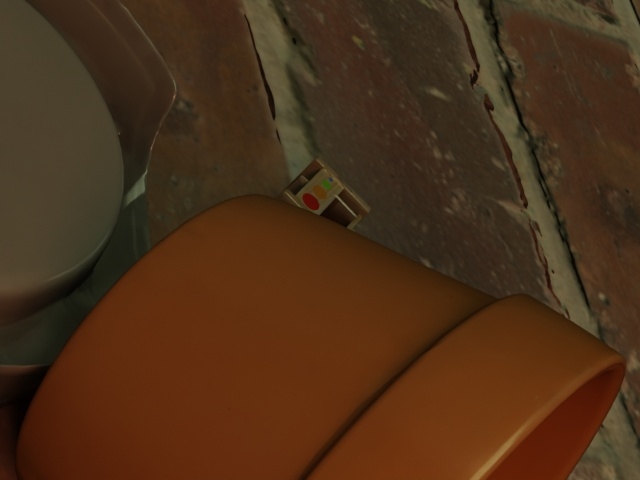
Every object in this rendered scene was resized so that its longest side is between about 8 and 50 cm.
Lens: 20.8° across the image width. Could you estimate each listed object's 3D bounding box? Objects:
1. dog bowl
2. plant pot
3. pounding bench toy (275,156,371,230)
[{"bbox_3d":[-0.231,-0.057,0.945,0.349,0.102,0.348,27,40,-26],"label":"dog bowl"},{"bbox_3d":[-0.014,0.112,0.878,0.203,0.291,0.291,39,34,16],"label":"plant pot"},{"bbox_3d":[0.000,0.000,1.163,0.083,0.052,0.065,45,36,-3],"label":"pounding bench toy"}]
